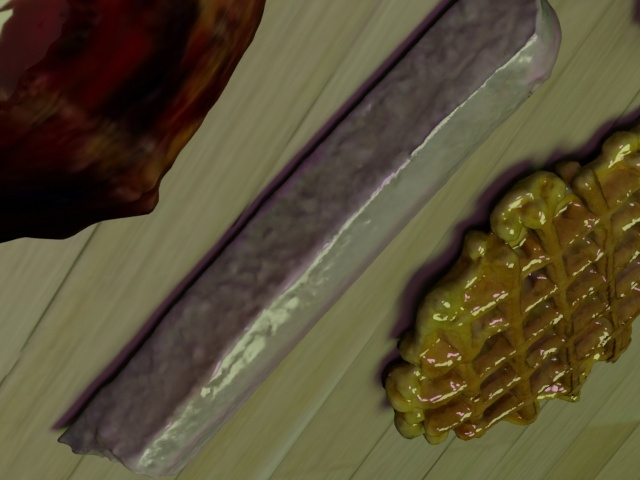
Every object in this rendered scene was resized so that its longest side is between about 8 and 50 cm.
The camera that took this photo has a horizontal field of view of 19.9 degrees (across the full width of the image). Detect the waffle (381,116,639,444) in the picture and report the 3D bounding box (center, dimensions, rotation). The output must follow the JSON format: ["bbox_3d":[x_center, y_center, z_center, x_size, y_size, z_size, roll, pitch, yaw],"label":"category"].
[{"bbox_3d":[0.173,0.041,1.362,0.281,0.058,0.301,-24,146,-30],"label":"waffle"}]

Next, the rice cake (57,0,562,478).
[{"bbox_3d":[0.001,0.000,1.087,0.399,0.064,0.070,-47,157,10],"label":"rice cake"}]

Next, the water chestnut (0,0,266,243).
[{"bbox_3d":[-0.178,-0.074,0.487,0.350,0.302,0.350,1,173,0],"label":"water chestnut"}]
